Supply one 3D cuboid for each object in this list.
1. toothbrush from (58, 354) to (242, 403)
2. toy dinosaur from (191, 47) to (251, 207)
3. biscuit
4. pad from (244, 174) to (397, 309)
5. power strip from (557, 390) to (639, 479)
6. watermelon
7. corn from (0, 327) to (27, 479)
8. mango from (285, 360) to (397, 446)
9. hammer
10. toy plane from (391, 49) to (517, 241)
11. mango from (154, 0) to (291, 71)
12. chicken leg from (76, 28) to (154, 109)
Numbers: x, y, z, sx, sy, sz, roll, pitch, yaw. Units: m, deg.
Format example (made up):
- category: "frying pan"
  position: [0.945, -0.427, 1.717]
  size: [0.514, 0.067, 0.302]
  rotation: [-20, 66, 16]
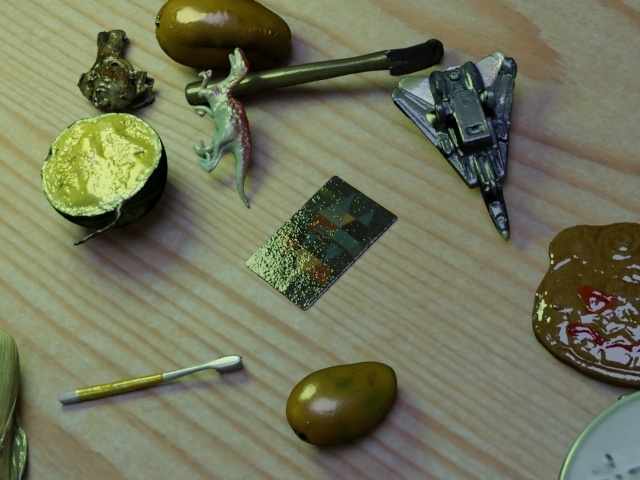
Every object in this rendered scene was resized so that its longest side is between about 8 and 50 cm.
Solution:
- category: "toothbrush"
  position: [-0.253, 0.209, 1.741]
  size: [0.288, 0.024, 0.021]
  rotation: [-13, 54, 8]
- category: "toy dinosaur"
  position: [-0.143, -0.176, 1.907]
  size: [0.167, 0.053, 0.242]
  rotation: [-37, 64, 18]
- category: "biscuit"
  position: [0.439, 0.086, 1.629]
  size: [0.273, 0.049, 0.257]
  rotation: [9, 61, 18]
- category: "pad"
  position: [0.000, 0.000, 1.818]
  size: [0.143, 0.003, 0.211]
  rotation: [35, 73, 30]
- category: "power strip"
  position: [0.449, 0.341, 1.396]
  size: [0.357, 0.161, 0.357]
  rotation: [-7, 56, 10]
- category: "watermelon"
  position: [-0.336, -0.095, 1.887]
  size: [0.204, 0.127, 0.232]
  rotation: [-32, 55, -7]
- category: "corn"
  position: [-0.504, 0.265, 1.706]
  size: [0.122, 0.123, 0.305]
  rotation: [-11, 57, 5]
- category: "mango"
  position: [0.032, 0.225, 1.618]
  size: [0.163, 0.089, 0.111]
  rotation: [-12, 55, -4]
- category: "hammer"
  position: [-0.018, -0.276, 1.945]
  size: [0.440, 0.044, 0.168]
  rotation: [-7, 12, 19]
- category: "toy plane"
  position: [0.238, -0.144, 1.788]
  size: [0.204, 0.103, 0.316]
  rotation: [-16, 56, 3]
- category: "mango"
  position: [-0.166, -0.356, 2.001]
  size: [0.236, 0.166, 0.136]
  rotation: [5, 102, -5]
- category: "chicken leg"
  position: [-0.370, -0.294, 2.060]
  size: [0.125, 0.080, 0.196]
  rotation: [-23, 48, -13]
